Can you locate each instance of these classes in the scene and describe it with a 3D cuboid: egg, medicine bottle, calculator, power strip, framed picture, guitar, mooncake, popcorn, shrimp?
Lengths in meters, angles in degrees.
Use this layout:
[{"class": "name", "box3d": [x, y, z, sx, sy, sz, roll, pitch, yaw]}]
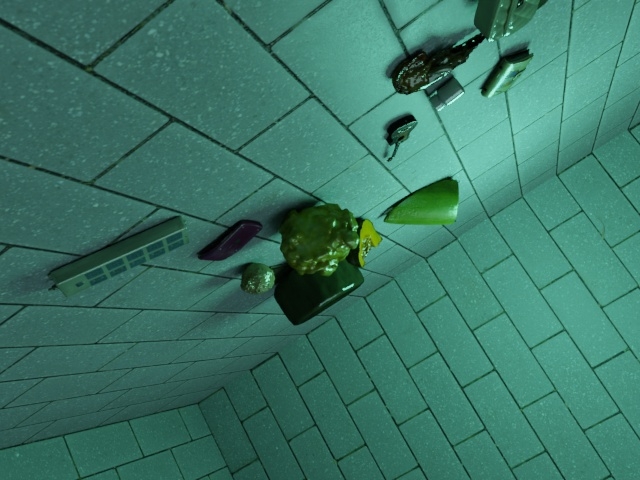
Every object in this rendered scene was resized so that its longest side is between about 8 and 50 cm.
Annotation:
[{"class": "egg", "box3d": [-0.219, 0.135, 2.188, 0.118, 0.116, 0.140, -59, 164, -3]}, {"class": "medicine bottle", "box3d": [0.341, -0.393, 1.697, 0.089, 0.052, 0.052, -37, 163, 20]}, {"class": "calculator", "box3d": [-0.265, 0.006, 1.873, 0.190, 0.034, 0.126, -37, 161, 19]}, {"class": "power strip", "box3d": [-0.496, 0.043, 1.563, 0.367, 0.043, 0.106, -26, 163, -16]}, {"class": "framed picture", "box3d": [-0.165, 0.134, 2.461, 0.173, 0.010, 0.231, -41, 160, 33]}, {"class": "guitar", "box3d": [0.224, -0.290, 1.851, 0.088, 0.025, 0.233, -26, 164, -14]}, {"class": "mooncake", "box3d": [-0.013, 0.179, 2.507, 0.356, 0.194, 0.356, -31, 171, -5]}, {"class": "popcorn", "box3d": [0.000, 0.000, 1.976, 0.250, 0.235, 0.242, -12, -172, 1]}, {"class": "shrimp", "box3d": [0.292, -0.427, 1.493, 0.262, 0.066, 0.117, -33, 164, 4]}]

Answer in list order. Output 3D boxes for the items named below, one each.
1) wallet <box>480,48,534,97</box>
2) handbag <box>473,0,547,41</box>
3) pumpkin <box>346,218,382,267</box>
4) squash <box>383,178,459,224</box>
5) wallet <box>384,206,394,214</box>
[{"class": "wallet", "box3d": [0.540, -0.479, 1.810, 0.110, 0.039, 0.155, -23, 163, -20]}, {"class": "handbag", "box3d": [0.444, -0.552, 1.332, 0.219, 0.079, 0.256, -29, 159, -7]}, {"class": "pumpkin", "box3d": [0.149, -0.023, 2.420, 0.111, 0.163, 0.278, 8, -152, 22]}, {"class": "squash", "box3d": [0.400, -0.170, 2.484, 0.288, 0.203, 0.111, 3, 159, 1]}, {"class": "wallet", "box3d": [0.286, -0.117, 2.495, 0.044, 0.011, 0.083, -38, 162, 27]}]
